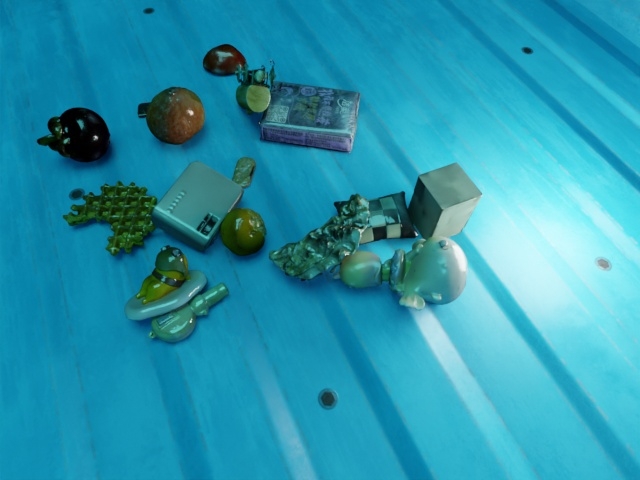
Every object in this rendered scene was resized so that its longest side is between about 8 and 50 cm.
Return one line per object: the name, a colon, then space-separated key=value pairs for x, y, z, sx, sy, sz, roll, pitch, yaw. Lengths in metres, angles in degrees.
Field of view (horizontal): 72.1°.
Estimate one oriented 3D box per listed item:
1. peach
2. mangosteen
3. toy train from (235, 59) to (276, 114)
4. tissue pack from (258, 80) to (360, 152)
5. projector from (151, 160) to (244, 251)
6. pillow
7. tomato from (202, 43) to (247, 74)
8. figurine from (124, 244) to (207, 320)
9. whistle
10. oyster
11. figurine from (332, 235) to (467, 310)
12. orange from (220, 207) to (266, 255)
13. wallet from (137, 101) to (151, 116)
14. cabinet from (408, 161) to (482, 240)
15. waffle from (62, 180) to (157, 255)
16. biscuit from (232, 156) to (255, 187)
peach: x=-0.534 y=-0.473 z=1.618 sx=0.233 sy=0.232 sz=0.232 roll=1 pitch=58 yaw=-1
mangosteen: x=-0.874 y=-0.375 z=1.562 sx=0.231 sy=0.194 sz=0.194 roll=-9 pitch=54 yaw=-40
toy train: x=-0.242 y=-0.572 z=1.657 sx=0.127 sy=0.189 sz=0.307 roll=-10 pitch=21 yaw=-17
tissue pack: x=-0.036 y=-0.482 z=1.699 sx=0.362 sy=0.122 sz=0.259 roll=8 pitch=60 yaw=2
projector: x=-0.396 y=-0.112 z=1.445 sx=0.198 sy=0.108 sz=0.250 roll=30 pitch=60 yaw=-5
pillow: x=0.179 y=-0.070 z=1.454 sx=0.250 sy=0.106 sz=0.186 roll=-8 pitch=59 yaw=-1
tomato: x=-0.418 y=-0.787 z=1.896 sx=0.174 sy=0.082 sz=0.166 roll=-33 pitch=65 yaw=-22
figurine: x=-0.463 y=0.110 z=1.273 sx=0.167 sy=0.141 sz=0.250 roll=23 pitch=45 yaw=38
whistle: x=-0.388 y=0.208 z=1.296 sx=0.258 sy=0.067 sz=0.126 roll=-32 pitch=61 yaw=-22
oyster: x=-0.001 y=-0.001 z=1.339 sx=0.351 sy=0.114 sz=0.238 roll=-24 pitch=27 yaw=16
figurine: x=0.226 y=0.103 z=1.293 sx=0.394 sy=0.226 sz=0.274 roll=4 pitch=31 yaw=12
orange: x=-0.247 y=-0.029 z=1.397 sx=0.134 sy=0.156 sz=0.156 roll=10 pitch=53 yaw=41
wallet: x=-0.655 y=-0.534 z=1.772 sx=0.157 sy=0.018 sz=0.082 roll=-7 pitch=59 yaw=-5
cabinet: x=0.395 y=-0.116 z=1.427 sx=0.150 sy=0.206 sz=0.145 roll=-21 pitch=61 yaw=-13
waffle: x=-0.669 y=-0.084 z=1.470 sx=0.293 sy=0.069 sz=0.260 roll=34 pitch=60 yaw=18
biscuit: x=-0.280 y=-0.250 z=1.606 sx=0.071 sy=0.018 sz=0.147 roll=5 pitch=60 yaw=5
